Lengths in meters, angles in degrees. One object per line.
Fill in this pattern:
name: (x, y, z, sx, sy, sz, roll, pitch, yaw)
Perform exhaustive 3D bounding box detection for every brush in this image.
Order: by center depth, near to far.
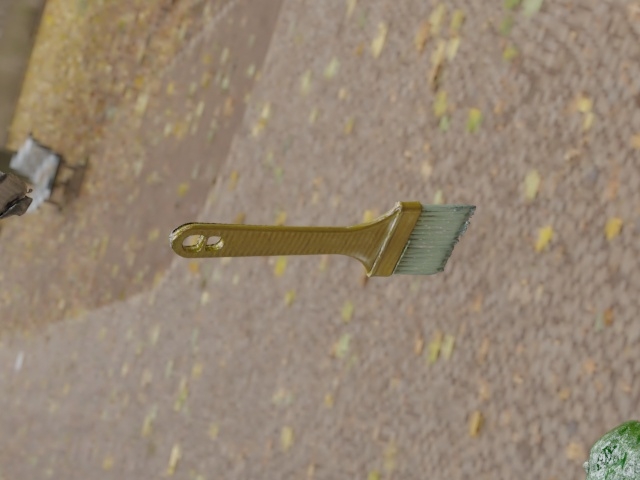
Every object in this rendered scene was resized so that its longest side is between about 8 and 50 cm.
brush: (0.000, 0.000, 0.951, 0.082, 0.218, 0.010, 114, 148, -46)

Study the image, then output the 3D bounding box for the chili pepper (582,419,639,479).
chili pepper: (0.334, 0.239, 1.270, 0.270, 0.099, 0.136, -165, 81, -66)

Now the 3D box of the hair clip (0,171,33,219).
hair clip: (-0.230, 0.029, 0.771, 0.172, 0.049, 0.116, -61, -20, -9)
